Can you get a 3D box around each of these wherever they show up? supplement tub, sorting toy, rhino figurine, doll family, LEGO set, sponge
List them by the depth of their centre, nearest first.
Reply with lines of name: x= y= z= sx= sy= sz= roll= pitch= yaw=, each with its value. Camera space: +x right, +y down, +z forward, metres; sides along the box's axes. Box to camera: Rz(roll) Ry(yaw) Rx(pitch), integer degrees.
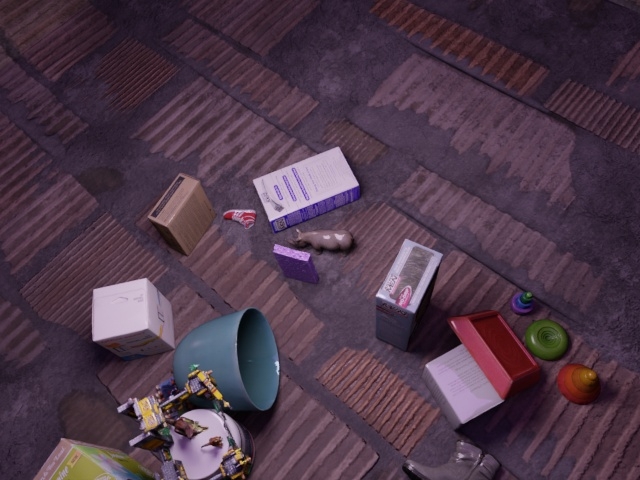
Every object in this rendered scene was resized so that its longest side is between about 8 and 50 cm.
LEGO set: x=-0.319 y=0.456 z=1.227 sx=0.254 sy=0.192 sz=0.332 roll=-21 pitch=63 yaw=-5
supplement tub: x=-0.295 y=0.567 z=1.432 sx=0.190 sy=0.272 sz=0.191 roll=-3 pitch=63 yaw=5
sorting toy: x=0.695 y=0.297 z=1.545 sx=0.127 sy=0.126 sz=0.366 roll=-26 pitch=64 yaw=-7
doll family: x=-0.431 y=0.470 z=1.609 sx=0.111 sy=0.076 sz=0.193 roll=-35 pitch=62 yaw=-6
sponge: x=-0.076 y=0.080 z=1.691 sx=0.117 sy=0.210 sz=0.031 roll=13 pitch=67 yaw=13
rhino figurine: x=0.000 y=0.000 z=1.780 sx=0.243 sy=0.106 sz=0.073 roll=3 pitch=63 yaw=7

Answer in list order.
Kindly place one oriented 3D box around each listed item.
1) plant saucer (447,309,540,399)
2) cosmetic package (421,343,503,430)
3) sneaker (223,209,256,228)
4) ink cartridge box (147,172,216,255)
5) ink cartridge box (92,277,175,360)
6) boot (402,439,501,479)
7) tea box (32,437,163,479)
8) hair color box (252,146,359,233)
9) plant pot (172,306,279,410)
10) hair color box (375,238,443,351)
plant saucer: x=0.511 y=0.306 z=1.508 sx=0.048 sy=0.258 sz=0.259 roll=-48 pitch=59 yaw=31
cosmetic package: x=0.403 y=0.416 z=1.501 sx=0.151 sy=0.151 sz=0.184 roll=-27 pitch=64 yaw=-8
sneaker: x=-0.291 y=-0.074 z=1.886 sx=0.118 sy=0.042 sz=0.067 roll=-4 pitch=60 yaw=2
ink cartridge box: x=-0.466 y=-0.085 z=1.802 sx=0.088 sy=0.235 sz=0.193 roll=23 pitch=67 yaw=16
ink cartridge box: x=-0.579 y=0.251 z=1.645 sx=0.171 sy=0.233 sz=0.168 roll=-13 pitch=62 yaw=0
boot: x=0.361 y=0.622 z=1.453 sx=0.246 sy=0.083 sz=0.161 roll=24 pitch=61 yaw=11
tea box: x=-0.539 y=0.703 z=1.358 sx=0.323 sy=0.329 sz=0.220 roll=24 pitch=69 yaw=17
hair color box: x=-0.050 y=-0.180 z=1.879 sx=0.338 sy=0.110 sz=0.185 roll=-21 pitch=64 yaw=-7
plant pot: x=-0.283 y=0.359 z=1.541 sx=0.234 sy=0.293 sz=0.293 roll=-12 pitch=62 yaw=15
hair color box: x=0.246 y=0.171 z=1.516 sx=0.113 sy=0.375 sz=0.186 roll=24 pitch=68 yaw=17
